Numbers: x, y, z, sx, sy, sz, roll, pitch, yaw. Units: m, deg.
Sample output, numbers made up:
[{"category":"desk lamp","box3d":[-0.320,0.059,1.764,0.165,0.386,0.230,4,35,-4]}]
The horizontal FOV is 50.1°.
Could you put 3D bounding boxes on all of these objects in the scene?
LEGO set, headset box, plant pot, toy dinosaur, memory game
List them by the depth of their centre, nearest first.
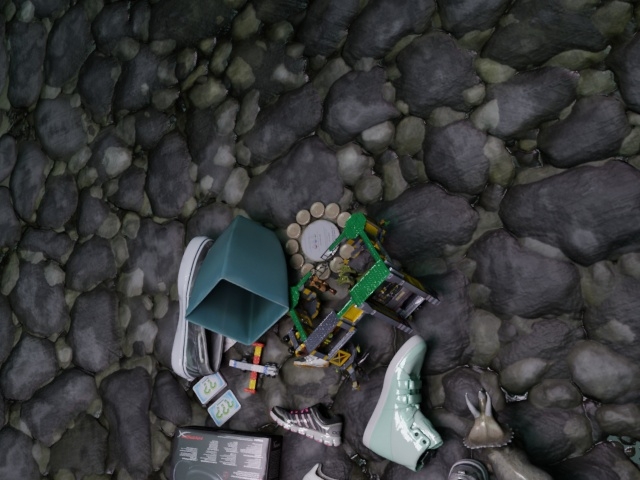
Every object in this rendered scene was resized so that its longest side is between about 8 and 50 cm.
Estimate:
[{"category":"toy dinosaur","box3d":[0.361,0.416,1.219,0.121,0.160,0.313,-45,62,9]},{"category":"LEGO set","box3d":[0.090,0.127,1.438,0.331,0.192,0.255,-53,37,9]},{"category":"headset box","box3d":[-0.209,0.554,1.456,0.218,0.110,0.293,2,78,13]},{"category":"plant pot","box3d":[-0.173,0.072,1.516,0.165,0.165,0.234,-44,29,36]},{"category":"LEGO set","box3d":[-0.205,0.283,1.575,0.244,0.060,0.182,-42,67,10]},{"category":"memory game","box3d":[0.000,0.000,1.575,0.186,0.012,0.186,-6,74,24]}]

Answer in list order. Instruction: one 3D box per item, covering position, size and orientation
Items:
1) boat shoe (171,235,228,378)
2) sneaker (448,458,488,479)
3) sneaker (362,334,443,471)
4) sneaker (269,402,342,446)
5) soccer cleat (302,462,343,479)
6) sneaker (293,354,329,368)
[{"category":"boat shoe","box3d":[-0.257,0.154,1.594,0.119,0.121,0.335,-3,77,26]},{"category":"sneaker","box3d":[0.255,0.551,1.259,0.105,0.115,0.281,-7,74,23]},{"category":"sneaker","box3d":[0.196,0.325,1.355,0.151,0.094,0.256,23,97,33]},{"category":"sneaker","box3d":[-0.025,0.377,1.465,0.170,0.063,0.075,16,84,22]},{"category":"soccer cleat","box3d":[0.042,0.534,1.392,0.196,0.068,0.076,30,87,31]},{"category":"sneaker","box3d":[-0.018,0.262,1.511,0.083,0.032,0.037,-6,61,18]}]
